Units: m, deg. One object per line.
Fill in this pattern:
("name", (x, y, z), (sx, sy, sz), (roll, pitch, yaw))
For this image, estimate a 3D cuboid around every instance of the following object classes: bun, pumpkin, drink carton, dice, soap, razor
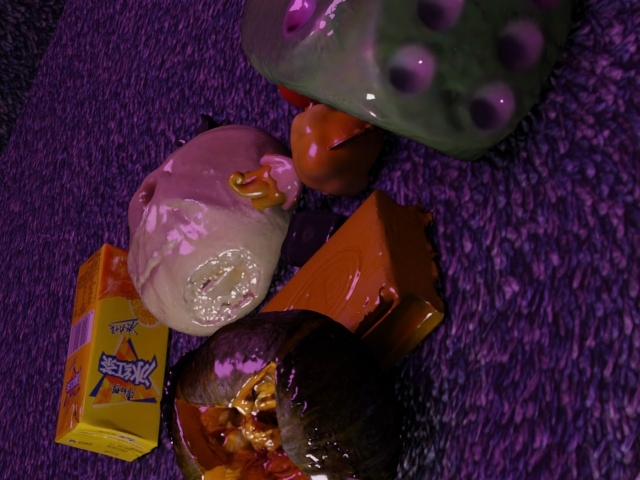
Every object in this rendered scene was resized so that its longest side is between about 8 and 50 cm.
("bun", (-0.200, -0.031, 2.275), (0.364, 0.202, 0.364), (-41, 37, 41))
("pumpkin", (-0.044, 0.238, 1.745), (0.320, 0.192, 0.320), (10, 109, 32))
("drink carton", (-0.355, 0.196, 2.445), (0.111, 0.154, 0.351), (-38, 41, 46))
("dice", (0.110, -0.302, 1.774), (0.322, 0.318, 0.330), (-66, 28, 7))
("soap", (0.032, 0.102, 1.883), (0.324, 0.096, 0.204), (-47, 35, 35))
("razor", (0.000, 0.000, 2.051), (0.148, 0.054, 0.090), (6, 77, 61))

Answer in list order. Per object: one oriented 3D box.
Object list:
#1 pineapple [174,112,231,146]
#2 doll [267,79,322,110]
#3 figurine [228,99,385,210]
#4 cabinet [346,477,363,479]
("pineapple", (-0.233, -0.119, 2.502), (0.119, 0.111, 0.237), (32, 96, 31))
("doll", (0.008, -0.254, 2.093), (0.290, 0.161, 0.130), (162, 106, -80))
("figurine", (-0.014, -0.117, 2.049), (0.246, 0.131, 0.156), (-30, 90, 32))
("cabinet", (0.098, 0.383, 1.528), (0.150, 0.145, 0.206), (-4, 69, 59))
